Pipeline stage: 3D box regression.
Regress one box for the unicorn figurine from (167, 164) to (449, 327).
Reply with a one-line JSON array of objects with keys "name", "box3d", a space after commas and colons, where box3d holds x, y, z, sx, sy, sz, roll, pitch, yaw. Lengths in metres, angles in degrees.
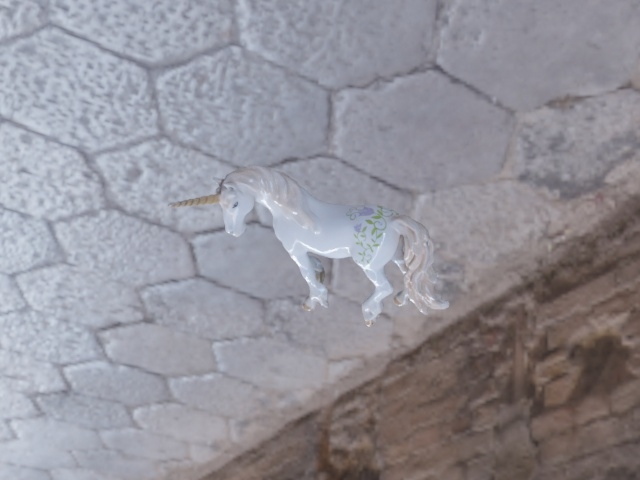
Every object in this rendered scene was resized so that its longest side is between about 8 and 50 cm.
[{"name": "unicorn figurine", "box3d": [0.000, 0.000, 0.628, 0.162, 0.060, 0.111, -2, 129, 15]}]
